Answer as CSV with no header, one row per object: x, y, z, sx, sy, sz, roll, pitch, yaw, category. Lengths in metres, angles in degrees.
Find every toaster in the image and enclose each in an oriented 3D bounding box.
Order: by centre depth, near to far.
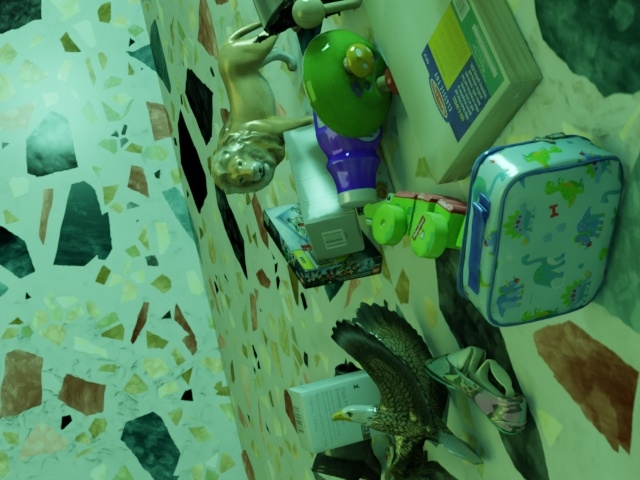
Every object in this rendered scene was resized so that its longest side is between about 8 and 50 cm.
-0.034,-0.444,1.610,0.110,0.186,0.168,67,161,2,toaster

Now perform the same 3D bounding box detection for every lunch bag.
0.250,-0.012,1.076,0.090,0.176,0.219,-128,31,-52,lunch bag

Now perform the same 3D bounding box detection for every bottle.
0.047,-0.200,1.585,0.092,0.118,0.282,-19,74,54,bottle

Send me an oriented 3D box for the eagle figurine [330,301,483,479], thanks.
0.125,0.256,1.527,0.226,0.225,0.298,-2,92,59,eagle figurine

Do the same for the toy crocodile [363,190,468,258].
0.171,-0.030,1.391,0.340,0.115,0.105,-161,80,-66,toy crocodile

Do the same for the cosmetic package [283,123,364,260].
0.005,-0.096,1.734,0.127,0.107,0.238,70,-172,-55,cosmetic package

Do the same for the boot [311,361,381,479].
0.081,0.369,1.876,0.338,0.118,0.222,56,-134,-75,boot

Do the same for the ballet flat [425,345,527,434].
0.242,0.211,1.408,0.221,0.077,0.079,37,117,56,ballet flat

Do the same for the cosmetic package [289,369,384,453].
0.070,0.301,1.685,0.085,0.231,0.117,170,88,-71,cosmetic package

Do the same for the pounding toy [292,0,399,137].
0.065,-0.291,1.484,0.110,0.183,0.236,-15,92,47,pounding toy

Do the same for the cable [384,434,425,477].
0.166,0.508,1.779,0.139,0.072,0.287,-141,42,-69,cable

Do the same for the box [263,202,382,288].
0.000,0.000,1.815,0.233,0.159,0.044,-125,32,-50,box

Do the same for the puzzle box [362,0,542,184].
0.164,-0.318,1.329,0.272,0.052,0.408,120,135,-61,puzzle box

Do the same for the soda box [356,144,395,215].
0.078,-0.142,1.667,0.063,0.058,0.183,136,121,-68,soda box

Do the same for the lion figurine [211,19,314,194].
-0.139,-0.295,1.914,0.142,0.240,0.392,151,107,-70,lion figurine
